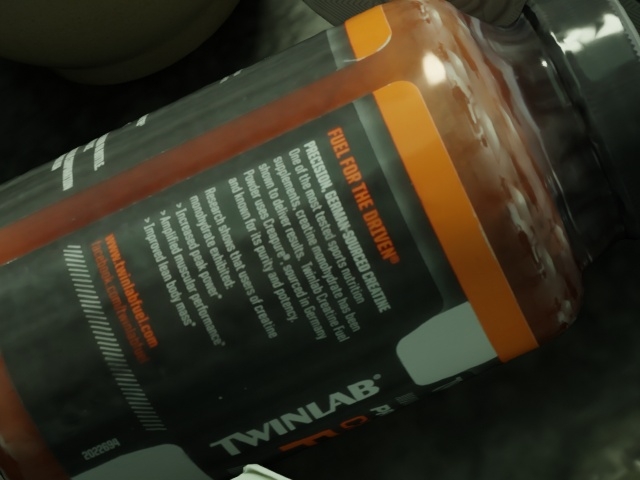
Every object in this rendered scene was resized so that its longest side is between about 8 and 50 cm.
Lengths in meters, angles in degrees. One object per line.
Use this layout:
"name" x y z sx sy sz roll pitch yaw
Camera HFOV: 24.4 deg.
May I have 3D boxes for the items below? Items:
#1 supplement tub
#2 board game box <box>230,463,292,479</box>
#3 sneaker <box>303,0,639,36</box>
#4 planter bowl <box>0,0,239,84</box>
"supplement tub" 0.000 0.000 0.411 0.198 0.106 0.106 -24 49 8
"board game box" 0.068 0.192 0.245 0.303 0.097 0.224 15 65 34
"sneaker" 0.101 -0.112 0.472 0.217 0.079 0.121 12 58 22
"planter bowl" -0.089 -0.126 0.543 0.162 0.109 0.162 -12 51 16
